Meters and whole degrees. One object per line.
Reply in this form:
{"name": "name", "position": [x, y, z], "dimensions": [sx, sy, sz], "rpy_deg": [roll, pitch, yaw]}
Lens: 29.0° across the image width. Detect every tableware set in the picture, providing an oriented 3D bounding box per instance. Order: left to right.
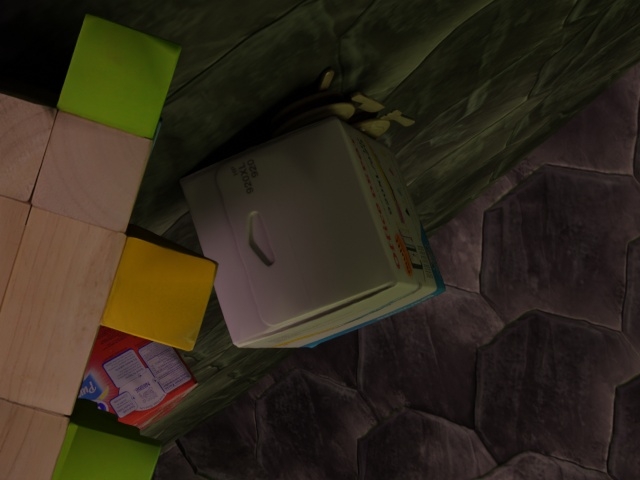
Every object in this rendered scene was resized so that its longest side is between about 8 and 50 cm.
{"name": "tableware set", "position": [0.008, -0.120, 1.220], "dimensions": [0.128, 0.039, 0.194], "rpy_deg": [-26, 169, 17]}

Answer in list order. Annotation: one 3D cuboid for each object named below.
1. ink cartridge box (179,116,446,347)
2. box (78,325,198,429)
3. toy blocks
{"name": "ink cartridge box", "position": [0.000, 0.000, 1.216], "dimensions": [0.168, 0.171, 0.232], "rpy_deg": [-22, 170, 14]}
{"name": "box", "position": [-0.293, 0.197, 1.474], "dimensions": [0.257, 0.128, 0.122], "rpy_deg": [-30, 170, -36]}
{"name": "toy blocks", "position": [-0.182, 0.054, 0.728], "dimensions": [0.261, 0.190, 0.382], "rpy_deg": [-128, -124, -80]}
